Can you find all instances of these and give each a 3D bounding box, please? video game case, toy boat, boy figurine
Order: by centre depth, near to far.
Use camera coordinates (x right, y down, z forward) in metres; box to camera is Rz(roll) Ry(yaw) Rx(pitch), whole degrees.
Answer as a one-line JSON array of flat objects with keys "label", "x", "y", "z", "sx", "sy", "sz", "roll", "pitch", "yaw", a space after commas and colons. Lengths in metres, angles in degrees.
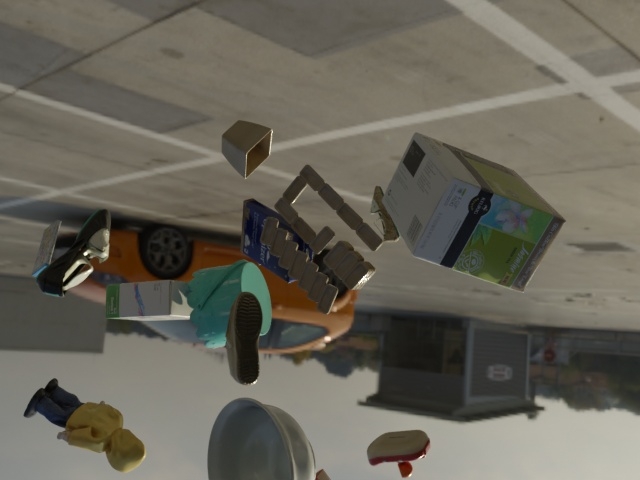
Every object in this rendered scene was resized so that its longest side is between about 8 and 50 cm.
[{"label": "boy figurine", "x": -0.524, "y": 0.426, "z": 1.640, "sx": 0.285, "sy": 0.092, "sz": 0.177, "roll": 32, "pitch": -164, "yaw": 0}, {"label": "video game case", "x": -0.885, "y": 0.024, "z": 2.304, "sx": 0.015, "sy": 0.167, "sz": 0.119, "roll": 24, "pitch": 147, "yaw": -34}, {"label": "toy boat", "x": 0.279, "y": 0.757, "z": 2.493, "sx": 0.231, "sy": 0.151, "sz": 0.151, "roll": -13, "pitch": -175, "yaw": 28}]

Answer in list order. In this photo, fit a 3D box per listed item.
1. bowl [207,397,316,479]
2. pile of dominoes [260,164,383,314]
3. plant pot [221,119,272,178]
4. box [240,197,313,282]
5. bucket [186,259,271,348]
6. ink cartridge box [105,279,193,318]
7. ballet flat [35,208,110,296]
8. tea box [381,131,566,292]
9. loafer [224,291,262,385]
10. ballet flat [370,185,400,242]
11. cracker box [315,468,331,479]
[{"label": "bowl", "x": -0.103, "y": 0.473, "z": 1.485, "sx": 0.134, "sy": 0.298, "sz": 0.297, "roll": 5, "pitch": 174, "yaw": -40}, {"label": "pile of dominoes", "x": 0.000, "y": 0.000, "z": 1.447, "sx": 0.251, "sy": 0.196, "sz": 0.040, "roll": 47, "pitch": -162, "yaw": 21}, {"label": "plant pot", "x": -0.198, "y": -0.248, "z": 1.859, "sx": 0.096, "sy": 0.109, "sz": 0.109, "roll": 34, "pitch": 148, "yaw": 14}, {"label": "box", "x": -0.104, "y": 0.005, "z": 1.647, "sx": 0.036, "sy": 0.137, "sz": 0.225, "roll": -17, "pitch": -146, "yaw": -41}, {"label": "bucket", "x": -0.286, "y": 0.201, "z": 2.295, "sx": 0.183, "sy": 0.281, "sz": 0.281, "roll": -14, "pitch": 168, "yaw": 15}, {"label": "ink cartridge box", "x": -0.537, "y": 0.202, "z": 2.361, "sx": 0.278, "sy": 0.117, "sz": 0.201, "roll": -5, "pitch": 169, "yaw": 28}, {"label": "ballet flat", "x": -0.618, "y": 0.041, "z": 1.874, "sx": 0.096, "sy": 0.281, "sz": 0.095, "roll": 26, "pitch": 153, "yaw": 15}, {"label": "tea box", "x": 0.369, "y": -0.077, "z": 1.788, "sx": 0.323, "sy": 0.220, "sz": 0.329, "roll": 17, "pitch": -157, "yaw": -16}, {"label": "loafer", "x": -0.229, "y": 0.280, "z": 2.040, "sx": 0.101, "sy": 0.269, "sz": 0.092, "roll": 14, "pitch": 158, "yaw": -37}, {"label": "ballet flat", "x": 0.210, "y": -0.088, "z": 2.469, "sx": 0.067, "sy": 0.206, "sz": 0.073, "roll": -20, "pitch": 171, "yaw": -6}, {"label": "cracker box", "x": 0.010, "y": 0.796, "z": 2.039, "sx": 0.155, "sy": 0.232, "sz": 0.067, "roll": -41, "pitch": 172, "yaw": 19}]
